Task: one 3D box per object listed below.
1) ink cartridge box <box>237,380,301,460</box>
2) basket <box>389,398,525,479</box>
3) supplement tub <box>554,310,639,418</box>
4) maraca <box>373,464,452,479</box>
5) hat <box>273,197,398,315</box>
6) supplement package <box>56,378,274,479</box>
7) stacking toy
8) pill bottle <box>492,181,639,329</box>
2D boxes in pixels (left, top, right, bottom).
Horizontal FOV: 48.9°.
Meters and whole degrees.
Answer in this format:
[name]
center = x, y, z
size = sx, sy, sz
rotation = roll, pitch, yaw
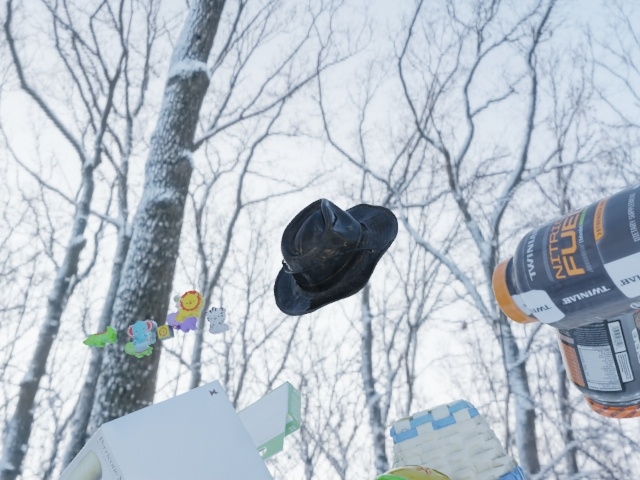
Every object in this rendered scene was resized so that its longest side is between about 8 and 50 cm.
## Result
[ink cartridge box]
center = -0.123, 0.415, 1.473
size = 0.171, 0.235, 0.056
rotation = -34, -69, 13
[basket]
center = 0.224, 0.402, 1.097
size = 0.201, 0.288, 0.255
rotation = -27, -21, 5
[supplement tub]
center = 0.589, 0.180, 1.439
size = 0.207, 0.207, 0.337
rotation = -14, -69, 20
[maraca]
center = 0.148, 0.347, 0.877
size = 0.186, 0.099, 0.127
rotation = 24, -32, 19
[hat]
center = 0.000, 0.000, 1.514
size = 0.332, 0.331, 0.134
rotation = -23, -59, 28
[supplement package]
center = -0.232, 0.369, 1.008
size = 0.198, 0.199, 0.262
rotation = -13, -27, -47
[stacking toy]
center = -0.287, 0.154, 1.266
size = 0.221, 0.052, 0.167
rotation = -18, -19, 7
[pill bottle]
center = 0.313, 0.027, 0.804
size = 0.131, 0.130, 0.246
rotation = 24, -31, -24
